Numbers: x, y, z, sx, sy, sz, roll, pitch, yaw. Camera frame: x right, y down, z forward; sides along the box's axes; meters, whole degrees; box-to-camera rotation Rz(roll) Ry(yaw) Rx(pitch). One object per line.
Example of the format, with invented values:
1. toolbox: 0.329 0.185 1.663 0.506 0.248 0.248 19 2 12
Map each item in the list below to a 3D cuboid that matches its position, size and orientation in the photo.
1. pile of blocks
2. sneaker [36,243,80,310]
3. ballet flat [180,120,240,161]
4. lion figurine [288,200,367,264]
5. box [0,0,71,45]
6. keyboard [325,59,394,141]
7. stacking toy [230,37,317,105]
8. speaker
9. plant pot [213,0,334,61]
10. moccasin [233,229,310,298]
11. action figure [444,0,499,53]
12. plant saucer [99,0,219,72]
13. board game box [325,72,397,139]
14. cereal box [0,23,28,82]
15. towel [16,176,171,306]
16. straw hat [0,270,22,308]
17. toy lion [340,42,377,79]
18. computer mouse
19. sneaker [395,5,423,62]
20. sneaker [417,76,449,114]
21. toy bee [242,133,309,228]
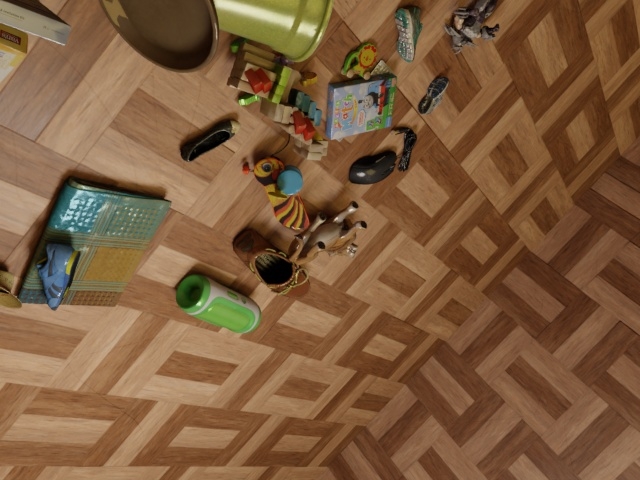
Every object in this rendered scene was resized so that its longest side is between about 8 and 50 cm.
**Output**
1. pile of blocks: -0.065 -0.327 1.381 0.149 0.113 0.362 -49 131 -1
2. sneaker: -0.643 0.085 1.375 0.082 0.069 0.209 21 127 -14
3. ballet flat: -0.273 -0.248 1.440 0.173 0.049 0.057 -34 143 -12
4. lion figurine: 0.000 0.000 1.797 0.392 0.142 0.240 -13 162 -45
5. box: -0.524 -0.394 0.957 0.145 0.186 0.038 10 112 -46
6. keyboard: 0.115 -0.407 1.667 0.256 0.014 0.072 -51 142 10
7. stacking toy: -0.111 -0.437 1.402 0.221 0.052 0.167 -27 140 -19
8. speaker: -0.312 0.204 1.783 0.131 0.131 0.296 -47 143 5
9. plant pot: -0.142 -0.519 1.149 0.254 0.276 0.276 -1 127 -28
10. moccasin: -0.130 0.100 1.826 0.139 0.147 0.380 -39 143 -5
11. action figure: 0.476 -0.674 1.667 0.185 0.099 0.285 0 130 -53
12. plant saucer: -0.304 -0.447 1.070 0.041 0.278 0.277 -58 153 -33
13. board game box: 0.117 -0.389 1.647 0.212 0.039 0.160 -17 133 -23
14. cereal box: -0.631 -0.308 0.955 0.240 0.047 0.173 -20 158 37
15. towel: -0.574 0.019 1.441 0.272 0.040 0.370 11 120 -46
16. straw hat: -0.752 0.099 1.331 0.144 0.145 0.061 67 32 -51
17. toy lion: 0.112 -0.496 1.566 0.100 0.034 0.096 -7 123 -38
18. computer mouse: 0.217 -0.270 1.854 0.262 0.060 0.184 -18 137 -30
19. sneaker: 0.257 -0.578 1.592 0.076 0.065 0.166 -34 144 -18
20. sneaker: 0.366 -0.462 1.820 0.058 0.052 0.135 -1 135 -54
21. toy bee: -0.129 -0.172 1.584 0.162 0.298 0.195 -9 175 0
